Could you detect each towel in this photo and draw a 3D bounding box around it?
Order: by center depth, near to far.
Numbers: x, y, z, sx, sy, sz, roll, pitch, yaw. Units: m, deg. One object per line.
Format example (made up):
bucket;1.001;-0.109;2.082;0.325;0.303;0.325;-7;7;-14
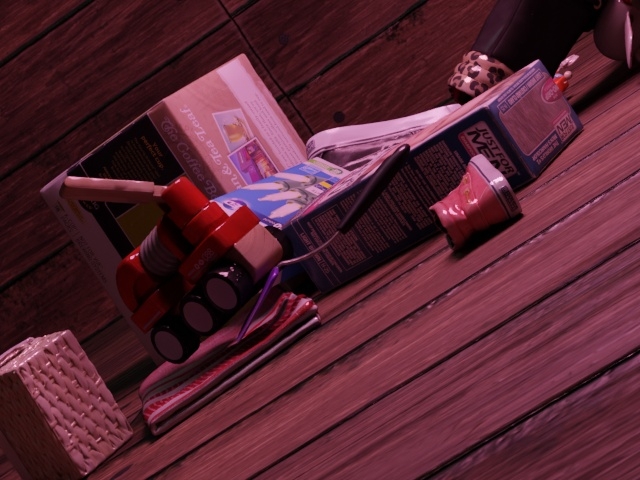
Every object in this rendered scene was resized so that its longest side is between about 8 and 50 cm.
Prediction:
towel;-0.119;0.138;1.757;0.237;0.037;0.329;-36;5;-6

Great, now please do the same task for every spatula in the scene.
spatula;0.000;0.000;1.653;0.296;0.030;0.084;-45;5;-1

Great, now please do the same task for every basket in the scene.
basket;-0.313;0.200;1.709;0.103;0.167;0.113;-21;13;41

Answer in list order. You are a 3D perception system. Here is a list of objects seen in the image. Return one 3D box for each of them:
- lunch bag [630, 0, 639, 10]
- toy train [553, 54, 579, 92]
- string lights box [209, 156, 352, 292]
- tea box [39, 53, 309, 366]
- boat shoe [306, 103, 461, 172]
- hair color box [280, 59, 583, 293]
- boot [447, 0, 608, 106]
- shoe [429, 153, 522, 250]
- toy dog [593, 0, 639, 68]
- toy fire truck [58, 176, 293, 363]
lunch bag;0.433;-0.274;1.186;0.287;0.169;0.235;-48;11;-26
toy train;0.341;-0.222;2.178;0.125;0.046;0.166;-26;9;29
string lights box;-0.042;-0.024;1.955;0.133;0.076;0.260;25;33;32
tea box;-0.180;-0.043;2.179;0.323;0.329;0.220;-28;7;40
boat shoe;0.137;-0.122;2.120;0.306;0.105;0.113;-8;-23;-12
hair color box;0.131;-0.074;1.765;0.347;0.105;0.174;-30;7;37
boot;0.312;-0.276;1.992;0.284;0.138;0.377;-60;-20;1
shoe;0.153;-0.040;1.519;0.081;0.063;0.178;-29;9;3
toy dog;0.443;-0.308;1.775;0.220;0.161;0.333;-38;-18;1
toy fire truck;-0.195;0.008;1.747;0.158;0.246;0.217;-43;0;-44
